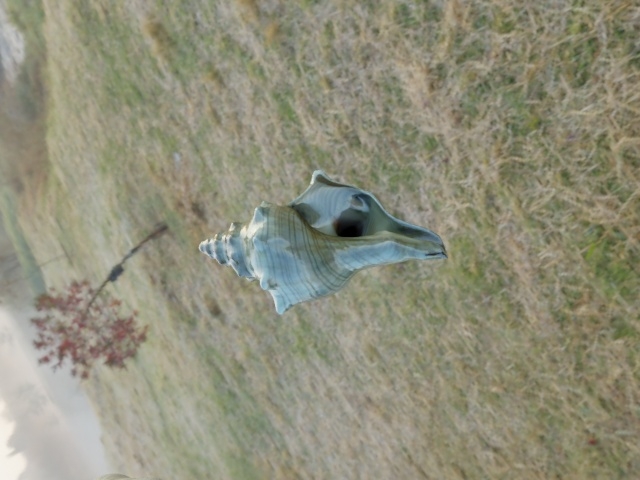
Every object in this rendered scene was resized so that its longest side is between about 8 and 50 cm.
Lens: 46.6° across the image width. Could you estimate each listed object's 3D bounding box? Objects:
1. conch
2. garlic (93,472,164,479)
[{"bbox_3d":[-0.006,0.001,0.764,0.114,0.233,0.137,96,162,-62],"label":"conch"},{"bbox_3d":[-0.214,0.372,0.785,0.199,0.199,0.226,-16,95,66],"label":"garlic"}]
